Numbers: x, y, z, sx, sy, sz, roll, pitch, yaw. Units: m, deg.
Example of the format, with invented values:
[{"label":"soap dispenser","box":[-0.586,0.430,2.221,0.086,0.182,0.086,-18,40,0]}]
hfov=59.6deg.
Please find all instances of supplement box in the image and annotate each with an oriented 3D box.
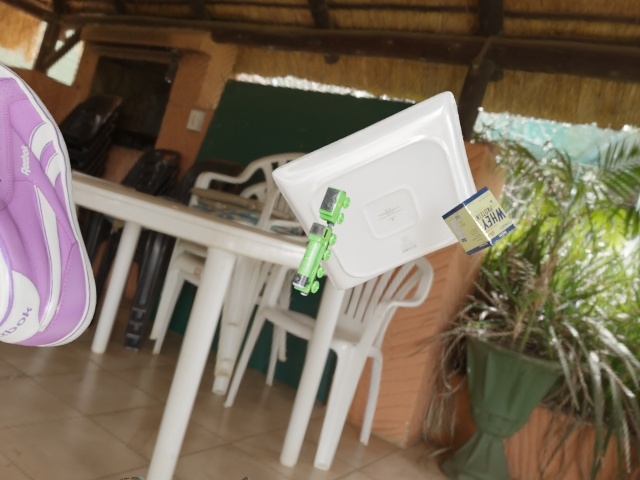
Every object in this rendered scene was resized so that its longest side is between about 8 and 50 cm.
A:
[{"label":"supplement box","box":[0.260,-0.030,0.928,0.083,0.056,0.083,56,-17,5]}]

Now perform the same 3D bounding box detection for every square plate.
[{"label":"square plate","box":[0.133,-0.065,1.073,0.049,0.346,0.344,-106,171,-51]}]

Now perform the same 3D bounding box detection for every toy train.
[{"label":"toy train","box":[0.000,0.000,0.409,0.017,0.083,0.023,18,-6,27]}]

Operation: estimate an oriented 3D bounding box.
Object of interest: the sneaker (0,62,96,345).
[{"label":"sneaker","box":[-0.268,-0.056,0.434,0.102,0.282,0.161,-28,-12,-3]}]

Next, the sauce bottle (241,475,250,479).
[{"label":"sauce bottle","box":[-0.162,0.405,0.852,0.128,0.042,0.042,-25,17,-20]}]

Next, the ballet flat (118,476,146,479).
[{"label":"ballet flat","box":[-0.314,0.476,0.737,0.107,0.316,0.106,13,-23,1]}]
